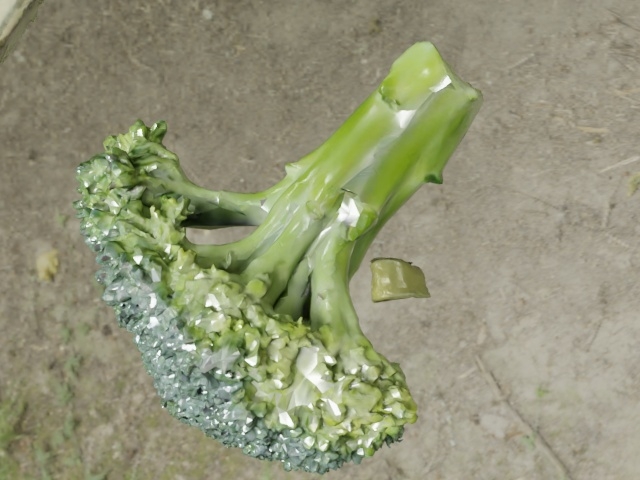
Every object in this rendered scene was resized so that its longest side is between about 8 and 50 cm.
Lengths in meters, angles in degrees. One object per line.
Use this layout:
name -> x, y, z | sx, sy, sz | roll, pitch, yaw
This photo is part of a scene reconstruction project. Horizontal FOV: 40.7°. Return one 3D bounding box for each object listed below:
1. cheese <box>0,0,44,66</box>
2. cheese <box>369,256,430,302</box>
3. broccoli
cheese -> -0.357, -0.100, 0.738 | 0.085, 0.400, 0.034 | 21, 148, -4
cheese -> 0.107, 0.053, 1.166 | 0.084, 0.041, 0.060 | -1, 77, 9
broccoli -> 0.009, 0.033, 0.798 | 0.275, 0.397, 0.353 | -145, 36, -66
